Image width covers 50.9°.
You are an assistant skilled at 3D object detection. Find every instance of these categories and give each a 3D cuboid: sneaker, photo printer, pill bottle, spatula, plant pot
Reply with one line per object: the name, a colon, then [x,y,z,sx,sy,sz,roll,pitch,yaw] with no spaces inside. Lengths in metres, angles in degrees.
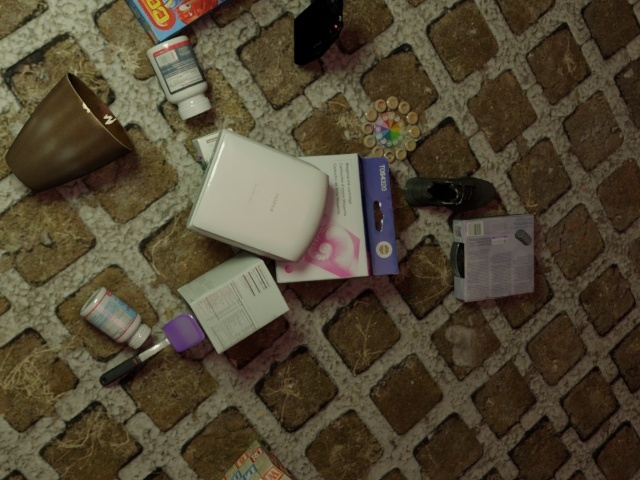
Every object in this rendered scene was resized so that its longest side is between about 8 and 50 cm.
sneaker: [0.387,-0.131,1.915,0.286,0.130,0.109,-4,95,-21]
photo printer: [-0.138,-0.096,1.622,0.307,0.107,0.256,21,87,-18]
pill bottle: [-0.496,0.193,1.639,0.160,0.087,0.087,43,81,-20]
pill bottle: [-0.335,-0.390,1.624,0.107,0.108,0.180,-26,105,-16]
spatula: [-0.425,0.278,1.662,0.296,0.030,0.084,-31,89,4]
plant pot: [-0.581,-0.219,1.514,0.230,0.215,0.215,-38,108,2]

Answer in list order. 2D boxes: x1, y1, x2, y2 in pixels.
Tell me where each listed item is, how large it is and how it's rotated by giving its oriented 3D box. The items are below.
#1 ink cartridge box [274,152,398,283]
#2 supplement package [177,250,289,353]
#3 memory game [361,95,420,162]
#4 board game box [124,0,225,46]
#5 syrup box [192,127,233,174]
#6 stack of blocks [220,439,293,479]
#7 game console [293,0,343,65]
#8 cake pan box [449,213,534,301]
ink cartridge box: [0.035,-0.060,1.750,0.329,0.071,0.325,-5,85,-5]
supplement package: [-0.221,0.148,1.680,0.203,0.194,0.149,-31,106,-14]
memory game: [0.199,-0.311,1.886,0.186,0.012,0.186,-2,97,-20]
board game box: [-0.351,-0.676,1.597,0.302,0.086,0.308,-38,107,-13]
syrup box: [-0.237,-0.157,1.694,0.096,0.093,0.237,-23,103,-17]
stack of blocks: [-0.217,0.691,1.756,0.087,0.171,0.297,45,80,-19]
game console: [-0.011,-0.635,1.674,0.043,0.213,0.362,2,85,-26]
cake pan box: [0.519,0.049,2.019,0.266,0.070,0.246,-6,96,-20]
